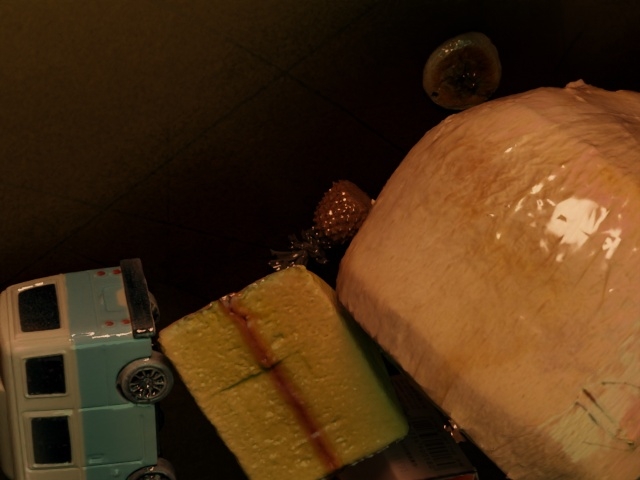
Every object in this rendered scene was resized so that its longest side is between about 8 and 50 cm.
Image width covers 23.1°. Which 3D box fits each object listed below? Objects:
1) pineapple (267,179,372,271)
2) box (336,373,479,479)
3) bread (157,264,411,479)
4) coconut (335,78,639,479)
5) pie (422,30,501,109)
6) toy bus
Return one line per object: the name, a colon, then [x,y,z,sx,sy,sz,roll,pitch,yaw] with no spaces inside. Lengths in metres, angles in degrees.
pineapple: [0.000,0.000,1.522,0.058,0.058,0.124,27,114,-35]
box: [0.090,0.242,1.641,0.099,0.182,0.133,-9,122,-18]
bread: [-0.043,0.096,1.489,0.167,0.163,0.264,-26,127,3]
coconut: [0.230,0.032,1.428,0.404,0.404,0.405,-11,126,-16]
pie: [0.136,-0.158,1.488,0.084,0.021,0.084,-11,125,-16]
toy bus: [-0.226,0.167,1.487,0.164,0.133,0.271,-6,122,-11]
